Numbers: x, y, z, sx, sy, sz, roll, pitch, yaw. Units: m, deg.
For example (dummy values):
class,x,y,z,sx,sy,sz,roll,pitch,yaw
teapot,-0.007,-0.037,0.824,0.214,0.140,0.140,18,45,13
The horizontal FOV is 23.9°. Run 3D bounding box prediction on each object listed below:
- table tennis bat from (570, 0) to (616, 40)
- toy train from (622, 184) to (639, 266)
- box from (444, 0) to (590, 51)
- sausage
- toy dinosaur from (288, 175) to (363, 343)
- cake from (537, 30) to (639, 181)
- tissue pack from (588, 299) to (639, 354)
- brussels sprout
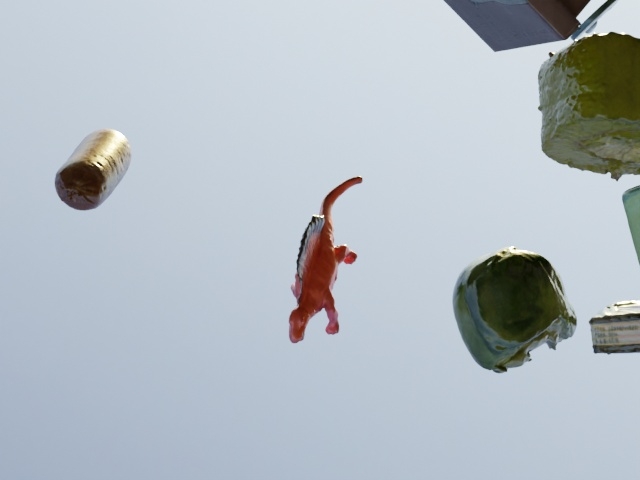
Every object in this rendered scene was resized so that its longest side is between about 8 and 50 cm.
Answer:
class,x,y,z,sx,sy,sz,roll,pitch,yaw
table tennis bat,0.432,-0.349,2.385,0.019,0.100,0.155,47,-179,4
toy train,0.490,0.011,1.509,0.160,0.397,0.253,1,-108,-49
box,0.216,-0.339,1.882,0.215,0.086,0.215,42,171,-15
sausage,-0.308,-0.095,2.053,0.076,0.076,0.197,29,-158,-5
toy dinosaur,-0.003,-0.001,1.975,0.070,0.139,0.286,4,-120,21
cake,0.416,-0.176,2.001,0.261,0.179,0.156,9,-108,-18
tissue pack,0.532,0.123,2.242,0.173,0.236,0.073,-13,-84,-63
brussels sprout,0.238,0.080,1.870,0.183,0.131,0.145,-13,-106,-56
